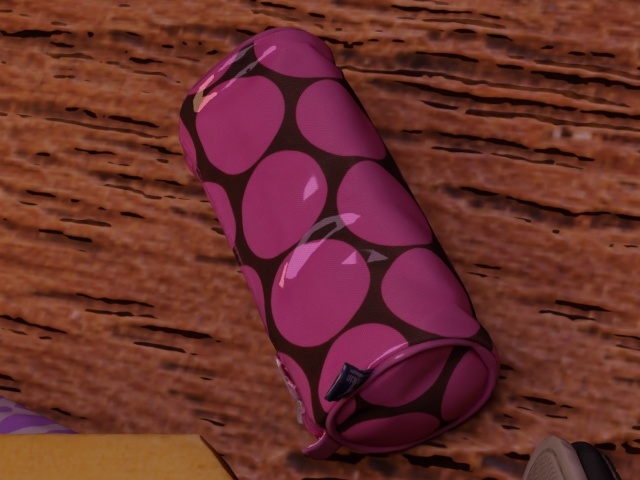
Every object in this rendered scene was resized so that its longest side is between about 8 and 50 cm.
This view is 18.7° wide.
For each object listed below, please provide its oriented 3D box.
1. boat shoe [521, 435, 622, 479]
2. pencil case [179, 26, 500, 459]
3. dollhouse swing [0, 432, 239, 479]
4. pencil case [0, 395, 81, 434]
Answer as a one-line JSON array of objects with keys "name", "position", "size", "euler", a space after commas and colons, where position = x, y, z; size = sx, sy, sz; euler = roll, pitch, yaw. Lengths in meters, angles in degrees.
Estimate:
[{"name": "boat shoe", "position": [0.139, 0.183, 0.797], "size": [0.079, 0.084, 0.233], "euler": [2, 47, -24]}, {"name": "pencil case", "position": [0.000, 0.000, 0.924], "size": [0.098, 0.095, 0.209], "euler": [-36, 54, 15]}, {"name": "dollhouse swing", "position": [-0.229, 0.162, 0.643], "size": [0.305, 0.315, 0.347], "euler": [-10, 56, 34]}, {"name": "pencil case", "position": [-0.159, 0.114, 0.912], "size": [0.206, 0.088, 0.086], "euler": [19, 72, 25]}]
